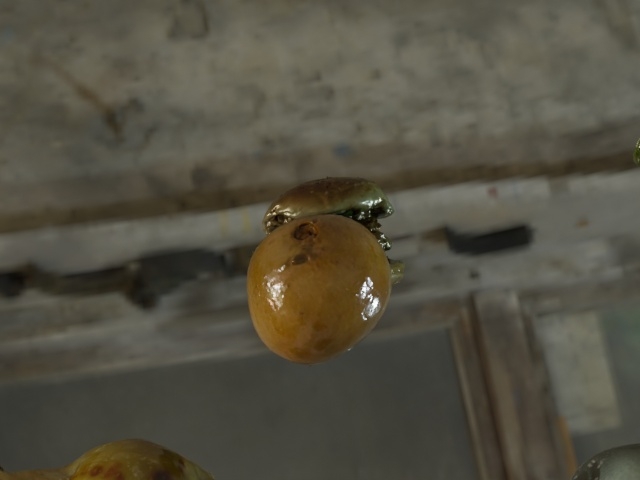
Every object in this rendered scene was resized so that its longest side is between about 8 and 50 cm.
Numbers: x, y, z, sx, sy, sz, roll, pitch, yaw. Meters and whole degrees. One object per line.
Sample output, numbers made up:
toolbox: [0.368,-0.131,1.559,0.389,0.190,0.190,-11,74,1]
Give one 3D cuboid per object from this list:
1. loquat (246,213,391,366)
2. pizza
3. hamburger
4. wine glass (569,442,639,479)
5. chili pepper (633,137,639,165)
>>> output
loquat: [-0.005,0.043,1.564,0.141,0.141,0.141,-10,163,-3]
pizza: [-0.190,0.217,1.462,0.188,0.204,0.081,-37,148,-48]
hamburger: [0.000,0.000,1.825,0.185,0.131,0.159,-13,-177,33]
wine glass: [0.209,0.177,1.077,0.231,0.103,0.103,-13,165,-27]
chili pepper: [0.444,-0.064,1.869,0.073,0.204,0.072,-57,157,4]
